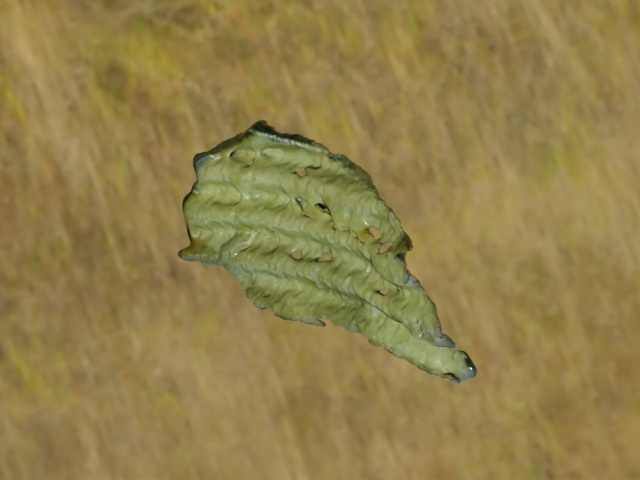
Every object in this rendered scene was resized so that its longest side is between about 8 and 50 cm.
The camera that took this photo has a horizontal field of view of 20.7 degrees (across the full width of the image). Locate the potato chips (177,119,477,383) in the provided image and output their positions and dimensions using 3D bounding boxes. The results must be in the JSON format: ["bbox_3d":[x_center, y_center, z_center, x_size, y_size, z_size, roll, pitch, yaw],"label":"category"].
[{"bbox_3d":[-0.001,0.000,0.824,0.028,0.092,0.207,-7,-160,-39],"label":"potato chips"}]
